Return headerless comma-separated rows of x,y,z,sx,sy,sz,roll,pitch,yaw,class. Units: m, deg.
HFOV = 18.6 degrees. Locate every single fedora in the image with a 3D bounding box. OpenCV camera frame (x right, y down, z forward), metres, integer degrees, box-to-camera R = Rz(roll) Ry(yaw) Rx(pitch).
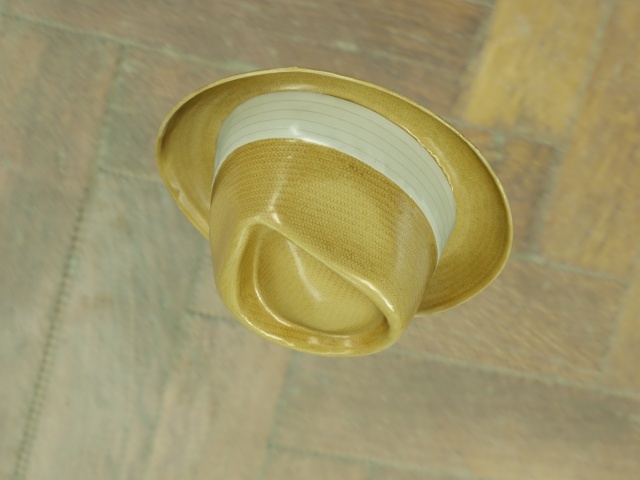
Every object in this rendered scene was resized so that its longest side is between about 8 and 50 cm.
0.000,0.000,0.960,0.194,0.194,0.079,35,50,-25,fedora
